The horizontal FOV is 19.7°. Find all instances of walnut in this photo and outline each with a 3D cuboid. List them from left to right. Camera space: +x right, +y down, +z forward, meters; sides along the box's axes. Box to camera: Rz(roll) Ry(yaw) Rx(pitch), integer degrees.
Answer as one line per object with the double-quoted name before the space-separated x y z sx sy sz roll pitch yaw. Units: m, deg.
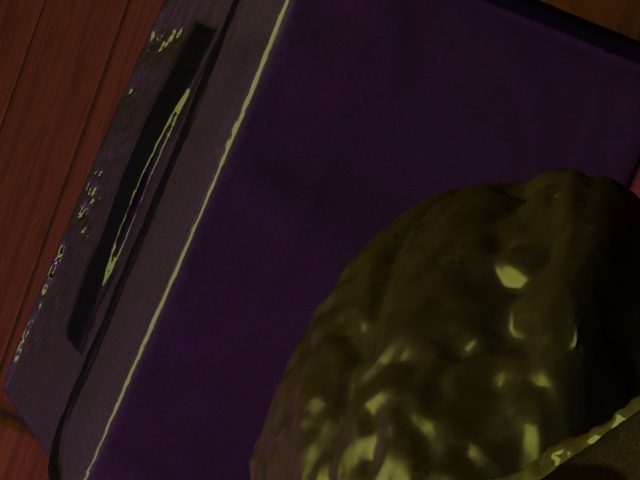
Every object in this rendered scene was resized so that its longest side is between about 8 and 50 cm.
"walnut" 0.067 0.074 0.600 0.178 0.178 0.230 -35 34 51

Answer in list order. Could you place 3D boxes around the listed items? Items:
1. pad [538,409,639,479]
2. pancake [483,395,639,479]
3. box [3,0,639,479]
"pad" 0.178 0.033 0.378 0.330 0.004 0.220 -34 26 -5
"pancake" 0.097 0.148 0.463 0.257 0.056 0.212 -32 77 9
"box" 0.000 0.000 0.787 0.153 0.188 0.252 33 103 63
